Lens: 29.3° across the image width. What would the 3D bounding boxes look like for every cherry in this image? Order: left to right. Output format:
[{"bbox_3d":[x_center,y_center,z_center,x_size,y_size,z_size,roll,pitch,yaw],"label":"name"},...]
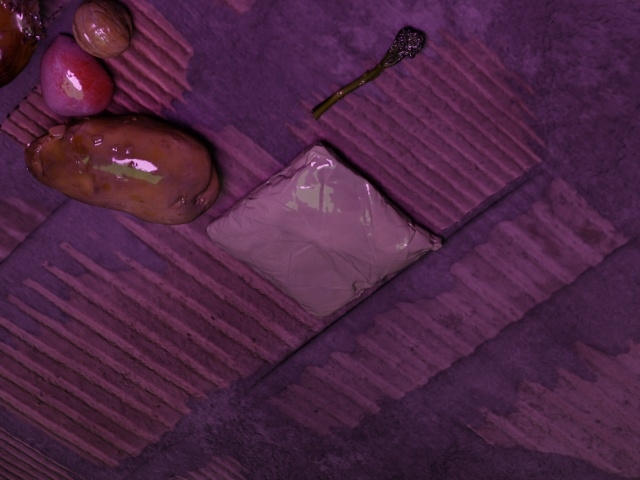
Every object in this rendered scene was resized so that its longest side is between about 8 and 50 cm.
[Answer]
[{"bbox_3d":[-0.365,-0.231,1.795,0.106,0.087,0.126,-25,125,22],"label":"cherry"}]

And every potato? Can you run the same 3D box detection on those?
[{"bbox_3d":[-0.296,-0.113,1.845,0.296,0.141,0.191,8,159,-4],"label":"potato"}]

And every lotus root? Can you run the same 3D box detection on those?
[{"bbox_3d":[-0.554,-0.279,1.723,0.397,0.179,0.196,-10,130,19],"label":"lotus root"}]

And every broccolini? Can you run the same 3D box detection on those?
[{"bbox_3d":[0.067,-0.235,1.759,0.044,0.042,0.218,36,133,-22],"label":"broccolini"}]

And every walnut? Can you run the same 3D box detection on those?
[{"bbox_3d":[-0.307,-0.300,1.727,0.092,0.092,0.092,5,131,6],"label":"walnut"}]

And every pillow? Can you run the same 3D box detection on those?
[{"bbox_3d":[0.000,-0.001,1.938,0.281,0.076,0.274,-34,120,32],"label":"pillow"}]
